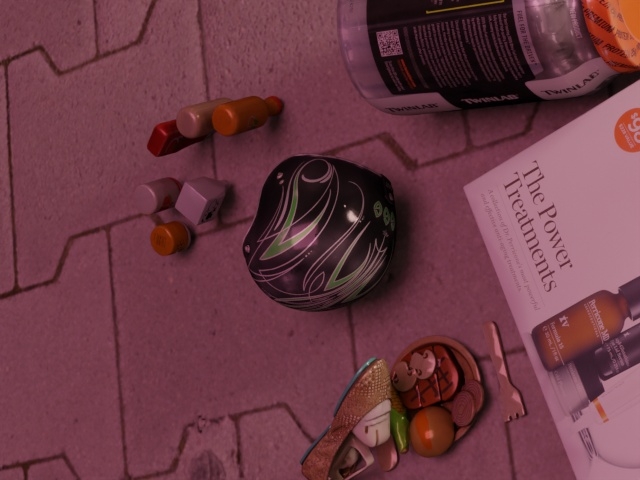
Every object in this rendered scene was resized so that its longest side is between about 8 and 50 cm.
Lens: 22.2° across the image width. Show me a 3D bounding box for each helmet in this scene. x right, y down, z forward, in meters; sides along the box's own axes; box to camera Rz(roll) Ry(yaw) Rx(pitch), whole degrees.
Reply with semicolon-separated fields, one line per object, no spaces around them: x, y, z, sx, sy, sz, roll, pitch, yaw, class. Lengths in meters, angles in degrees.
0.000;0.000;1.830;0.169;0.169;0.161;2;66;37;helmet

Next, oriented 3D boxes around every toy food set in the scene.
-0.144;-0.096;2.019;0.111;0.104;0.232;39;123;22;toy food set
0.121;0.168;1.782;0.192;0.038;0.132;-28;65;30;toy food set

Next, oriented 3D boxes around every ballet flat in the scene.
0.042;0.210;1.793;0.067;0.073;0.206;47;138;19;ballet flat

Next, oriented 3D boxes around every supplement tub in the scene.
0.191;-0.237;1.713;0.316;0.193;0.193;-3;79;37;supplement tub

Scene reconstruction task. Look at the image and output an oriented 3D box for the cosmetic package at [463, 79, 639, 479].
0.334;0.046;1.614;0.284;0.097;0.377;-31;64;25;cosmetic package
